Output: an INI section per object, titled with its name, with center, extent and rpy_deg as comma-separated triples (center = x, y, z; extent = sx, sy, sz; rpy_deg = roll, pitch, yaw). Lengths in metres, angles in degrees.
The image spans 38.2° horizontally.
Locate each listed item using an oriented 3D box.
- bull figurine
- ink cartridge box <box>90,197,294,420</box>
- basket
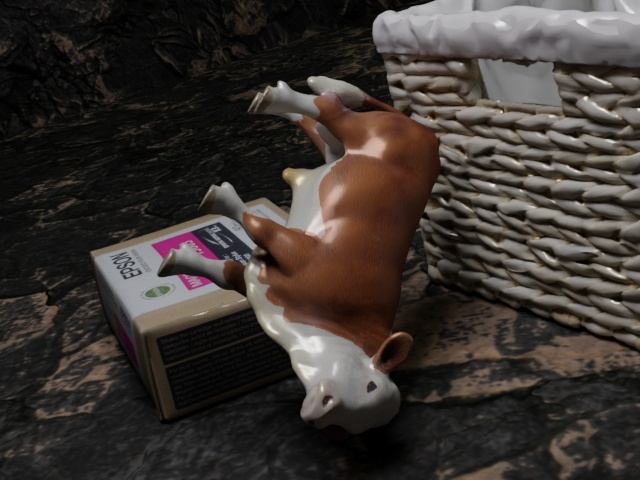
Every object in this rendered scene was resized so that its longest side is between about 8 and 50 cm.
[bull figurine]
center = 0.000, 0.000, 0.700
extent = 0.101, 0.188, 0.310
rpy_deg = -47, 16, 48
[ink cartridge box]
center = -0.092, 0.050, 0.851
extent = 0.193, 0.088, 0.234
rpy_deg = -18, 23, -19
[basket]
center = 0.282, -0.108, 0.809
extent = 0.331, 0.266, 0.328
rpy_deg = -24, 24, -29
